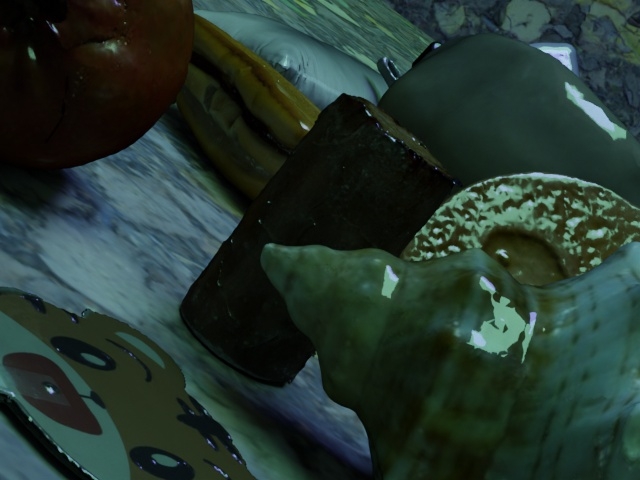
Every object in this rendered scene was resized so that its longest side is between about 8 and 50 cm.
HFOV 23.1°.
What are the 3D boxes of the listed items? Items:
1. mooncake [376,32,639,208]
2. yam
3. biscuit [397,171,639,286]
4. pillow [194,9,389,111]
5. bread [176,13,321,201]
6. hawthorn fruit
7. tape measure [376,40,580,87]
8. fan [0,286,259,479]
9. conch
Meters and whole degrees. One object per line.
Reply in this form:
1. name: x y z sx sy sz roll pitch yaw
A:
1. mooncake: 0.140 -0.015 1.064 0.275 0.135 0.275 52 -7 9
2. yam: 0.000 -0.001 0.767 0.079 0.141 0.079 35 15 -11
3. biscuit: 0.126 0.052 0.888 0.208 0.049 0.181 0 71 -22
4. pillow: -0.013 -0.136 1.355 0.144 0.078 0.254 33 9 34
5. bread: -0.035 -0.075 1.079 0.116 0.077 0.200 25 16 -42
6. hawthorn fruit: -0.135 -0.104 0.805 0.148 0.148 0.172 38 -3 5
7. tape measure: 0.131 -0.071 1.285 0.178 0.196 0.105 6 -17 -17
8. fan: -0.103 0.058 0.588 0.227 0.008 0.152 22 21 -50
9. conch: 0.137 0.107 0.674 0.386 0.203 0.169 27 -30 17
